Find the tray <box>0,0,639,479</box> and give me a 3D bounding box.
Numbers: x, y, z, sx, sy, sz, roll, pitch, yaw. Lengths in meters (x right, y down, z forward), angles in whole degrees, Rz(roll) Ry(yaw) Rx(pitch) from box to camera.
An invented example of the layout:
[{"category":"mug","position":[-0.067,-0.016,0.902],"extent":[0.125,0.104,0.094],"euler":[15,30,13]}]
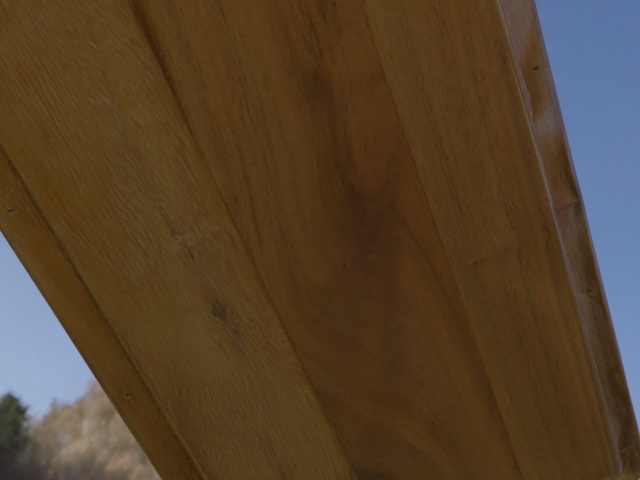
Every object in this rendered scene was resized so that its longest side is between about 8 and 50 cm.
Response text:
[{"category":"tray","position":[0.000,0.000,0.497],"extent":[0.076,0.203,0.411],"euler":[54,-10,50]}]
